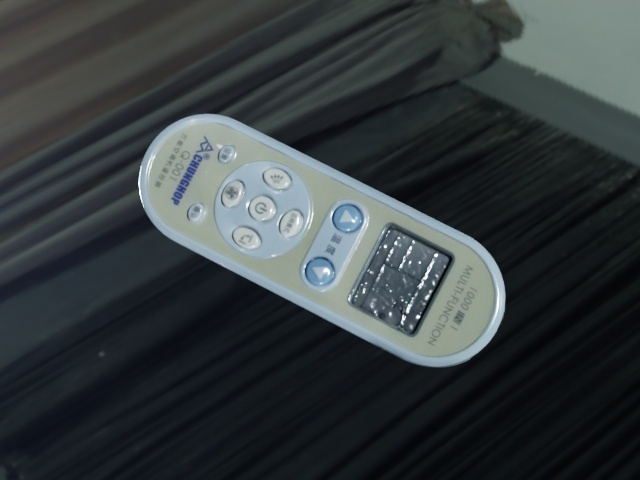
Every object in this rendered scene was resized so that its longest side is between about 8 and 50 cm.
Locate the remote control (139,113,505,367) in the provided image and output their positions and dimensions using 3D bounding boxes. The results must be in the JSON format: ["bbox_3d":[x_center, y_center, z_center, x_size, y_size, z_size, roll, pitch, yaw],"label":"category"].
[{"bbox_3d":[0.000,0.000,0.738,0.244,0.087,0.047,27,174,8],"label":"remote control"}]
